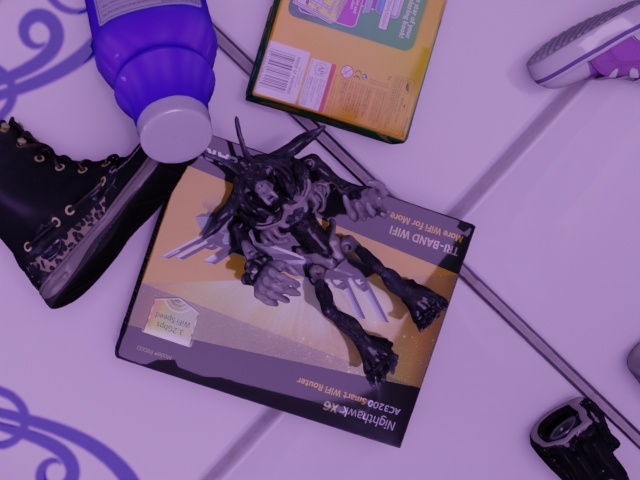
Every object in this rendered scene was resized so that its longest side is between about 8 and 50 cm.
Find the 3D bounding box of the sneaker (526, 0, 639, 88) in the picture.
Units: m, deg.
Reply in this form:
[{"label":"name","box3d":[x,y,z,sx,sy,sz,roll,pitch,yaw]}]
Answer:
[{"label":"sneaker","box3d":[0.364,-0.180,1.739,0.282,0.102,0.161,-22,99,-6]}]

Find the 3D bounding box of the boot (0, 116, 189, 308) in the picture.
[{"label":"boot","box3d":[-0.245,-0.073,1.631,0.178,0.085,0.236,42,102,13]}]

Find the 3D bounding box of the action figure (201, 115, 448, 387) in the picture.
[{"label":"action figure","box3d":[0.000,0.000,1.597,0.164,0.141,0.276,-45,101,-2]}]

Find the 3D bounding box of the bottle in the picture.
[{"label":"bottle","box3d":[-0.158,-0.191,1.587,0.118,0.283,0.092,-12,138,-6]}]

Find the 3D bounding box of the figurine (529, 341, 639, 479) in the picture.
[{"label":"figurine","box3d":[0.364,0.229,1.775,0.215,0.092,0.209,-37,105,-5]}]

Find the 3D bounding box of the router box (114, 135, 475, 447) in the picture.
[{"label":"router box","box3d":[-0.028,0.048,1.706,0.308,0.081,0.243,18,91,-8]}]

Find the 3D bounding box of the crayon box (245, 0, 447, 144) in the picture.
[{"label":"crayon box","box3d":[0.042,-0.253,1.698,0.165,0.081,0.278,16,91,-9]}]
